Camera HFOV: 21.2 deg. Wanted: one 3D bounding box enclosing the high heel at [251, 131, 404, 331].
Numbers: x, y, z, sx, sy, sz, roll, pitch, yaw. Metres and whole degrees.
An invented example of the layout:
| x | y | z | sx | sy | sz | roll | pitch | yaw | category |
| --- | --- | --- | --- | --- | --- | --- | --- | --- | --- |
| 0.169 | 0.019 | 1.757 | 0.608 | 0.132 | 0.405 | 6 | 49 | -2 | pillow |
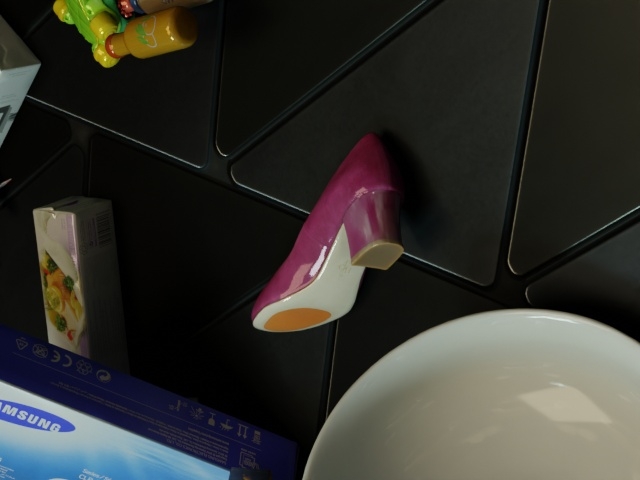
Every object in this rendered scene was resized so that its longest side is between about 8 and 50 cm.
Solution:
| x | y | z | sx | sy | sz | roll | pitch | yaw | category |
| --- | --- | --- | --- | --- | --- | --- | --- | --- | --- |
| 0.000 | 0.000 | 1.604 | 0.244 | 0.082 | 0.117 | 134 | 136 | -53 | high heel |

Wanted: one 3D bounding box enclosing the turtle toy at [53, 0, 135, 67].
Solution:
| x | y | z | sx | sy | sz | roll | pitch | yaw | category |
| --- | --- | --- | --- | --- | --- | --- | --- | --- | --- |
| -0.218 | -0.240 | 1.696 | 0.095 | 0.066 | 0.130 | 48 | 159 | 19 | turtle toy |

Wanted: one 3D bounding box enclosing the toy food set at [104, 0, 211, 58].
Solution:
| x | y | z | sx | sy | sz | roll | pitch | yaw | category |
| --- | --- | --- | --- | --- | --- | --- | --- | --- | --- |
| -0.167 | -0.293 | 1.613 | 0.104 | 0.111 | 0.232 | -9 | 101 | 42 | toy food set |

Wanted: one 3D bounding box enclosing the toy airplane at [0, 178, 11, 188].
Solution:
| x | y | z | sx | sy | sz | roll | pitch | yaw | category |
| --- | --- | --- | --- | --- | --- | --- | --- | --- | --- |
| -0.402 | -0.035 | 1.961 | 0.151 | 0.028 | 0.151 | 14 | 112 | 39 | toy airplane |

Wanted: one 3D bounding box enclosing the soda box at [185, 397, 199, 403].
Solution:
| x | y | z | sx | sy | sz | roll | pitch | yaw | category |
| --- | --- | --- | --- | --- | --- | --- | --- | --- | --- |
| -0.218 | 0.201 | 1.793 | 0.183 | 0.063 | 0.058 | 0 | 107 | 5 | soda box |

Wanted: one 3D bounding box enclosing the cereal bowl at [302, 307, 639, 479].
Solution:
| x | y | z | sx | sy | sz | roll | pitch | yaw | category |
| --- | --- | --- | --- | --- | --- | --- | --- | --- | --- |
| 0.159 | 0.232 | 1.397 | 0.339 | 0.339 | 0.141 | 28 | 159 | 32 | cereal bowl |

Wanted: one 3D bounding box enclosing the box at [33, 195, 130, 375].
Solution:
| x | y | z | sx | sy | sz | roll | pitch | yaw | category |
| --- | --- | --- | --- | --- | --- | --- | --- | --- | --- |
| -0.252 | 0.114 | 1.851 | 0.063 | 0.067 | 0.324 | 6 | 109 | 35 | box |

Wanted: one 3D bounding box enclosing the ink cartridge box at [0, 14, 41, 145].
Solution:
| x | y | z | sx | sy | sz | roll | pitch | yaw | category |
| --- | --- | --- | --- | --- | --- | --- | --- | --- | --- |
| -0.390 | -0.162 | 1.886 | 0.104 | 0.060 | 0.180 | 49 | 129 | 18 | ink cartridge box |

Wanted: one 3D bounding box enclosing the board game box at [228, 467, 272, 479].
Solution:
| x | y | z | sx | sy | sz | roll | pitch | yaw | category |
| --- | --- | --- | --- | --- | --- | --- | --- | --- | --- |
| -0.071 | 0.362 | 1.659 | 0.042 | 0.165 | 0.243 | 3 | 132 | 8 | board game box |

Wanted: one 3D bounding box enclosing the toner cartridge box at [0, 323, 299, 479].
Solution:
| x | y | z | sx | sy | sz | roll | pitch | yaw | category |
| --- | --- | --- | --- | --- | --- | --- | --- | --- | --- |
| -0.212 | 0.212 | 1.698 | 0.348 | 0.075 | 0.165 | 23 | 129 | -16 | toner cartridge box |
